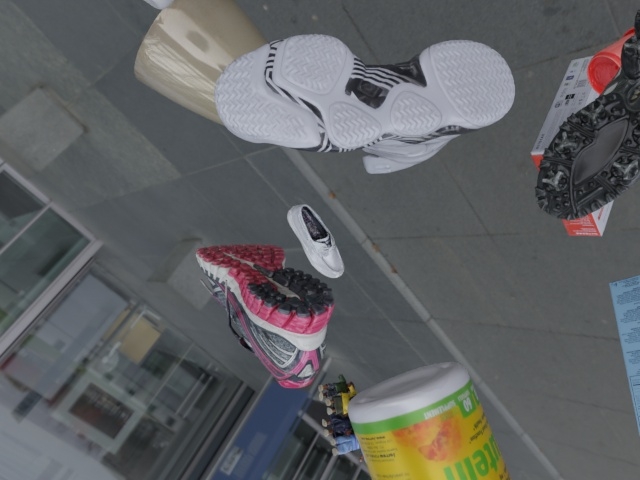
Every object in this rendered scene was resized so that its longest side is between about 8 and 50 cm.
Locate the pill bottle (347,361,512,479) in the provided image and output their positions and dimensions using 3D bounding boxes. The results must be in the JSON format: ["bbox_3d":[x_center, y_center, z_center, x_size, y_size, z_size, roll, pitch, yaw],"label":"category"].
[{"bbox_3d":[0.132,0.266,0.528,0.136,0.137,0.245,-36,73,61],"label":"pill bottle"}]

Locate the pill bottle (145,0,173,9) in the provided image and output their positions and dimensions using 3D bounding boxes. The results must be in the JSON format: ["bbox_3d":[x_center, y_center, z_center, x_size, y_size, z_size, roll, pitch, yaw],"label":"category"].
[{"bbox_3d":[-0.120,-0.319,0.431,0.118,0.208,0.117,38,-177,-3],"label":"pill bottle"}]

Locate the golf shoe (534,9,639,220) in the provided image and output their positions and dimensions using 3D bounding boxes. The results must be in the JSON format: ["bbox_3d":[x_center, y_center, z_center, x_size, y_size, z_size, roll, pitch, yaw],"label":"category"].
[{"bbox_3d":[0.259,-0.096,0.425,0.077,0.198,0.094,38,-172,31],"label":"golf shoe"}]

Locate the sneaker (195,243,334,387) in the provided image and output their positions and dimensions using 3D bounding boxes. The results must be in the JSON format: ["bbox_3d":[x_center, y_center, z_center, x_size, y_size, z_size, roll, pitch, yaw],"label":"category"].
[{"bbox_3d":[-0.089,0.078,0.664,0.299,0.121,0.111,-144,55,-59],"label":"sneaker"}]

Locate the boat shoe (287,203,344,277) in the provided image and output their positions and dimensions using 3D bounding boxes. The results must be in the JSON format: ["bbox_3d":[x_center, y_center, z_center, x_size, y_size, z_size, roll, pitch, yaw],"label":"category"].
[{"bbox_3d":[0.000,0.000,1.085,0.184,0.066,0.063,62,153,-6],"label":"boat shoe"}]

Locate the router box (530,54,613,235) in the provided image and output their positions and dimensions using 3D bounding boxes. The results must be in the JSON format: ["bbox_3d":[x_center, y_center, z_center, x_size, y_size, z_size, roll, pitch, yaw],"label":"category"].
[{"bbox_3d":[0.659,-0.230,1.252,0.082,0.335,0.301,3,144,47],"label":"router box"}]

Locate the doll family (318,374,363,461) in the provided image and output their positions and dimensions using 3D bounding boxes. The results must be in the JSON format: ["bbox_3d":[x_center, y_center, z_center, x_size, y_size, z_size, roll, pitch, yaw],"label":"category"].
[{"bbox_3d":[0.067,0.413,1.181,0.112,0.192,0.076,1,167,-27],"label":"doll family"}]

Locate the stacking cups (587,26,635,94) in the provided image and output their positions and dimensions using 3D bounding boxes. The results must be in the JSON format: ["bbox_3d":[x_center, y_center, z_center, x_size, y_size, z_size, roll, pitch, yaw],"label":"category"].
[{"bbox_3d":[0.491,-0.285,0.662,0.095,0.317,0.096,60,176,8],"label":"stacking cups"}]

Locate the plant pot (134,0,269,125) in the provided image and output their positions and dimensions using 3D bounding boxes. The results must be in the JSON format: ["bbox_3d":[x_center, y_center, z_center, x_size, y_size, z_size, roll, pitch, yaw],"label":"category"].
[{"bbox_3d":[-0.188,-0.344,1.045,0.274,0.256,0.256,39,153,-7],"label":"plant pot"}]

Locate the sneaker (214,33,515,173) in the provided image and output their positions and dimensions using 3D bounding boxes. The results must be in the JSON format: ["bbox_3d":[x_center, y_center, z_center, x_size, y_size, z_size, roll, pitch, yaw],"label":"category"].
[{"bbox_3d":[0.046,-0.160,0.672,0.367,0.137,0.210,-7,173,-13],"label":"sneaker"}]

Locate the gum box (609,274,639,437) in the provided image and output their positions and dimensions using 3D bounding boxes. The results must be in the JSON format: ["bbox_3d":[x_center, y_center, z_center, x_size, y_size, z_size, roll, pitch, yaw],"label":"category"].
[{"bbox_3d":[0.373,0.151,0.531,0.157,0.184,0.041,34,140,-29],"label":"gum box"}]
